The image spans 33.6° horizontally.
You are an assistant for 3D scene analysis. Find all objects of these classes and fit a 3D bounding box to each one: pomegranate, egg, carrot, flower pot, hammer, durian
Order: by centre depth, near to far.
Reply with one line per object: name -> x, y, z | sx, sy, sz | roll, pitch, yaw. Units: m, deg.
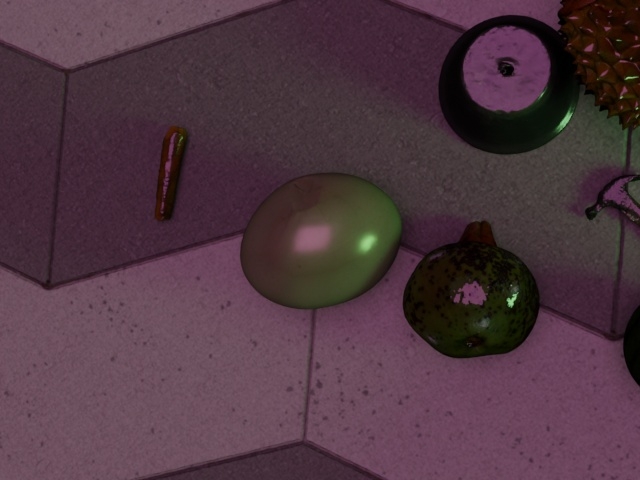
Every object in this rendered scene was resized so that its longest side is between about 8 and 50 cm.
durian -> 0.526, -0.326, 1.574 | 0.348, 0.347, 0.384 | -38, 64, 8
hammer -> 0.569, 0.012, 1.695 | 0.297, 0.027, 0.125 | 46, 102, 11
pomegranate -> 0.246, 0.069, 1.697 | 0.214, 0.214, 0.247 | 4, 52, 12
flower pot -> 0.302, -0.262, 1.704 | 0.235, 0.148, 0.235 | 0, 88, 11
egg -> 0.000, 0.000, 1.722 | 0.269, 0.219, 0.219 | -17, 84, -6
carrot -> -0.268, -0.118, 1.877 | 0.042, 0.042, 0.170 | 10, 93, 12

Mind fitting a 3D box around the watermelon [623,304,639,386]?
watermelon -> 0.567, 0.151, 1.606 | 0.188, 0.188, 0.214 | 46, 112, 10
